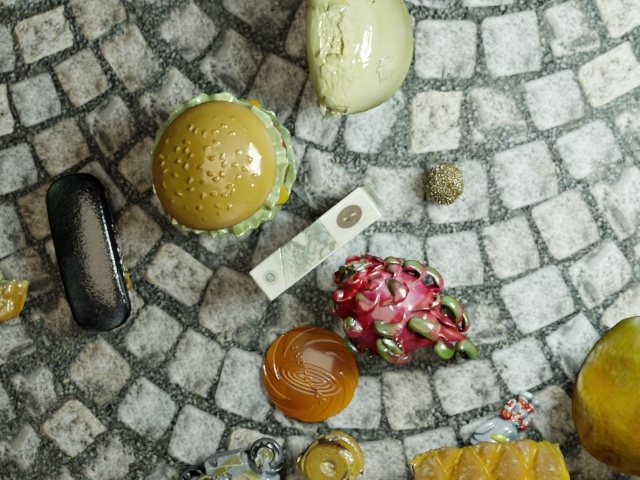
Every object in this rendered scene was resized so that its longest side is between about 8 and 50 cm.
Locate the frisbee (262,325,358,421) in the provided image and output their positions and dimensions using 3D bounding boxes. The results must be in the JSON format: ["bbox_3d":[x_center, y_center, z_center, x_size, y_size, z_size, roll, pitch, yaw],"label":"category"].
[{"bbox_3d":[-0.022,0.263,1.855,0.192,0.035,0.191,0,93,10],"label":"frisbee"}]

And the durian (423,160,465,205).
[{"bbox_3d":[0.236,-0.105,1.772,0.091,0.080,0.080,34,99,-10],"label":"durian"}]

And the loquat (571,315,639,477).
[{"bbox_3d":[0.584,0.277,1.650,0.276,0.276,0.283,16,71,8],"label":"loquat"}]

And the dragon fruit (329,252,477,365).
[{"bbox_3d":[0.153,0.126,1.745,0.273,0.218,0.198,0,131,5],"label":"dragon fruit"}]

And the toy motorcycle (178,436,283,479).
[{"bbox_3d":[-0.162,0.487,1.874,0.225,0.073,0.152,-23,92,10],"label":"toy motorcycle"}]

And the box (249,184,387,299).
[{"bbox_3d":[0.000,0.000,1.768,0.256,0.164,0.069,-38,89,10],"label":"box"}]

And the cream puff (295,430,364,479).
[{"bbox_3d":[0.022,0.431,1.823,0.133,0.104,0.119,-25,84,26],"label":"cream puff"}]

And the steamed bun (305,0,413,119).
[{"bbox_3d":[0.074,-0.355,1.701,0.166,0.232,0.272,-1,95,16],"label":"steamed bun"}]

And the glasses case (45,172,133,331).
[{"bbox_3d":[-0.460,0.024,1.889,0.122,0.082,0.320,-12,93,11],"label":"glasses case"}]

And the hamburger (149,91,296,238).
[{"bbox_3d":[-0.187,-0.139,1.766,0.275,0.212,0.274,1,94,10],"label":"hamburger"}]

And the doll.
[{"bbox_3d":[0.341,0.358,1.785,0.094,0.079,0.180,40,94,-27],"label":"doll"}]

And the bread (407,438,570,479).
[{"bbox_3d":[0.312,0.516,1.672,0.279,0.279,0.207,-9,122,5],"label":"bread"}]

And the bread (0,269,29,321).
[{"bbox_3d":[-0.781,0.056,1.937,0.381,0.109,0.185,9,87,7],"label":"bread"}]
